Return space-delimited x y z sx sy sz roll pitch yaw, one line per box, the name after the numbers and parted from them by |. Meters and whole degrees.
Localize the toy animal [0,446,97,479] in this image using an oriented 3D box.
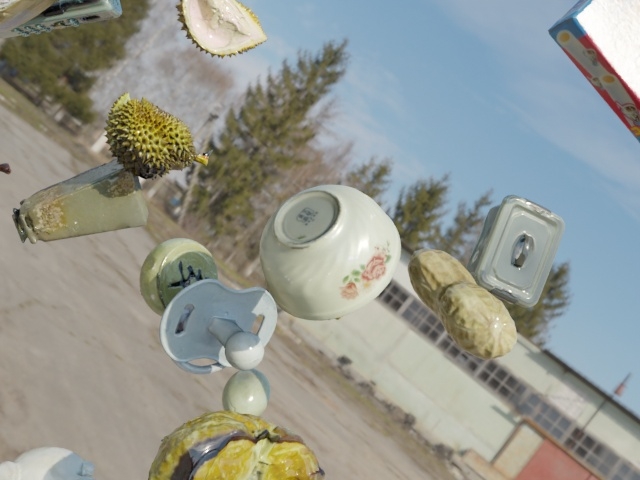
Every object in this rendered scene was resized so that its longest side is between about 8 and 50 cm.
-0.582 0.613 1.720 0.367 0.196 0.241 34 1 44 | toy animal

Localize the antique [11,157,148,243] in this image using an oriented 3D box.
-0.544 -0.079 1.768 0.125 0.284 0.150 -143 -143 -64 | antique

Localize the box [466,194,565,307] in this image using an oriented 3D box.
0.430 0.025 1.753 0.162 0.227 0.130 24 -9 -12 | box

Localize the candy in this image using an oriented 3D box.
0.600 -0.348 1.510 0.306 0.157 0.100 48 -13 -6 | candy

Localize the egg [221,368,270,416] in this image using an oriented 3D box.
-0.179 0.373 1.881 0.114 0.114 0.152 40 34 -10 | egg

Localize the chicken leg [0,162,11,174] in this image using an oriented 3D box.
-0.819 -0.165 1.791 0.219 0.089 0.048 9 -43 17 | chicken leg

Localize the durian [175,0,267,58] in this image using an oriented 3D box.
-0.282 -0.581 2.082 0.249 0.183 0.138 38 -1 -29 | durian

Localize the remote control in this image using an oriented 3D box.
-0.559 -0.455 1.590 0.140 0.296 0.056 -126 -156 -80 | remote control

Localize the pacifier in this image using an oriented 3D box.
-0.203 0.212 1.686 0.287 0.238 0.226 18 10 -37 | pacifier

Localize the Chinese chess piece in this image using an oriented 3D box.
-0.321 0.089 1.791 0.083 0.188 0.188 2 -31 43 | Chinese chess piece

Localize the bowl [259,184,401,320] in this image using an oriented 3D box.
0.000 0.000 1.462 0.277 0.277 0.145 36 -15 40 | bowl

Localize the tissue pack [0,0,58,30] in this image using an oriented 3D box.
-0.541 -0.434 1.370 0.090 0.186 0.222 59 6 -17 | tissue pack

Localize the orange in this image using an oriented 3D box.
-0.192 0.468 1.554 0.368 0.271 0.210 18 0 -42 | orange

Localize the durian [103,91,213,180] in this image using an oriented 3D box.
-0.357 -0.195 1.681 0.237 0.138 0.193 26 -27 -19 | durian

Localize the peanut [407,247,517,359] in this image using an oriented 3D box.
0.272 0.118 1.565 0.298 0.120 0.136 51 -4 45 | peanut

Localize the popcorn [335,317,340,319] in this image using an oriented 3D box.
0.015 0.124 1.579 0.084 0.084 0.084 39 -4 3 | popcorn
